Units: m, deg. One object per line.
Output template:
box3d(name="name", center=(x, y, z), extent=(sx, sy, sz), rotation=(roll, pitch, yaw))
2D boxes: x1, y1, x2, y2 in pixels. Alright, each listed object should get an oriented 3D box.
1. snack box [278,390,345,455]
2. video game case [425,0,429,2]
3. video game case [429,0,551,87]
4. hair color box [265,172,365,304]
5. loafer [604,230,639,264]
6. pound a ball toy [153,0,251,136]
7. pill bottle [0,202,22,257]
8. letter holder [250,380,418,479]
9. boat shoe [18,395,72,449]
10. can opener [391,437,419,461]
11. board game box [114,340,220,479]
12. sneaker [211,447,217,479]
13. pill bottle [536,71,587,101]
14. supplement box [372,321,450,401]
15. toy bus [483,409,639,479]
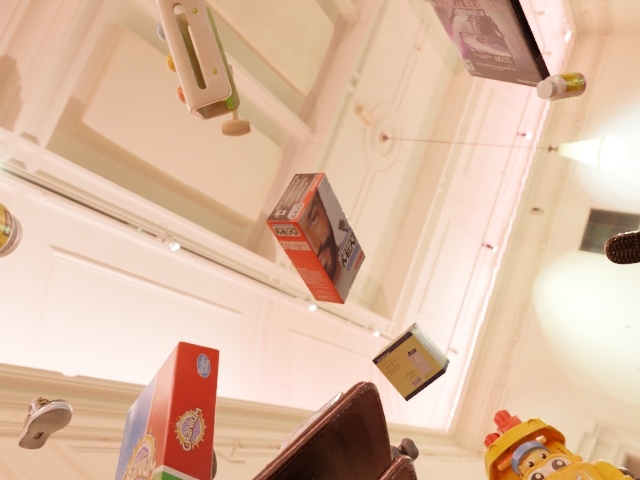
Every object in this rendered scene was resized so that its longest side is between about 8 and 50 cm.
box3d(name="snack box", center=(-0.014, 0.303, 0.809), extent=(0.022, 0.178, 0.064), rotation=(32, -143, -10))
box3d(name="video game case", center=(0.281, -0.582, 1.129), extent=(0.275, 0.248, 0.035), rotation=(-27, -44, -23))
box3d(name="video game case", center=(0.293, -0.390, 0.939), extent=(0.026, 0.196, 0.274), rotation=(-51, -51, -2))
box3d(name="hair color box", center=(0.000, 0.000, 0.710), extent=(0.167, 0.054, 0.093), rotation=(60, -135, -39))
box3d(name="loafer", center=(0.677, 0.002, 1.026), extent=(0.078, 0.220, 0.080), rotation=(-16, -77, -73))
box3d(name="pound a ball toy", center=(-0.288, -0.409, 1.260), extent=(0.208, 0.136, 0.318), rotation=(-28, -79, -88))
box3d(name="pill bottle", center=(-0.643, -0.033, 0.946), extent=(0.208, 0.119, 0.119), rotation=(109, -177, -78))
box3d(name="letter holder", center=(0.049, 0.301, 0.425), extent=(0.214, 0.152, 0.301), rotation=(-34, -52, -37))
box3d(name="boat shoe", center=(-0.540, 0.336, 1.021), extent=(0.065, 0.183, 0.083), rotation=(26, -143, -35))
box3d(name="can opener", center=(0.158, 0.522, 1.128), extent=(0.076, 0.095, 0.283), rotation=(-16, -34, -21))
box3d(name="board game box", center=(-0.223, 0.335, 0.706), extent=(0.064, 0.242, 0.316), rotation=(21, -141, -25))
box3d(name="sneaker", center=(-0.356, 0.582, 1.441), extent=(0.083, 0.222, 0.118), rotation=(-21, -33, -31))
box3d(name="pill bottle", center=(0.399, -0.255, 0.863), extent=(0.083, 0.043, 0.043), rotation=(-16, -66, -28))
box3d(name="supplement box", center=(0.143, 0.191, 0.822), extent=(0.083, 0.083, 0.056), rotation=(-44, -10, 19))
box3d(name="toy bus", center=(0.267, 0.289, 0.616), extent=(0.150, 0.211, 0.220), rotation=(-31, -46, -1))
